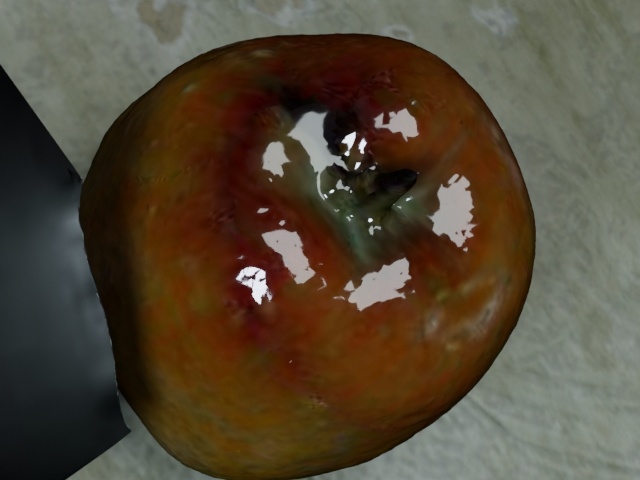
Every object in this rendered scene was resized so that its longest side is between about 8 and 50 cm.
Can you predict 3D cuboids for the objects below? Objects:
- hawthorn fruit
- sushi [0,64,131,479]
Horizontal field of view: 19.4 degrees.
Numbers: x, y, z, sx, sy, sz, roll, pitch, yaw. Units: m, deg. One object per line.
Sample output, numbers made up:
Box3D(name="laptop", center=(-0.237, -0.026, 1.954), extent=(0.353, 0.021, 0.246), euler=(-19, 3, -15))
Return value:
Box3D(name="hawthorn fruit", center=(0.000, 0.000, 1.107), extent=(0.267, 0.301, 0.268), euler=(9, 70, -27))
Box3D(name="sushi", center=(-0.226, 0.015, 1.019), extent=(0.215, 0.212, 0.227), euler=(-35, 123, -4))
